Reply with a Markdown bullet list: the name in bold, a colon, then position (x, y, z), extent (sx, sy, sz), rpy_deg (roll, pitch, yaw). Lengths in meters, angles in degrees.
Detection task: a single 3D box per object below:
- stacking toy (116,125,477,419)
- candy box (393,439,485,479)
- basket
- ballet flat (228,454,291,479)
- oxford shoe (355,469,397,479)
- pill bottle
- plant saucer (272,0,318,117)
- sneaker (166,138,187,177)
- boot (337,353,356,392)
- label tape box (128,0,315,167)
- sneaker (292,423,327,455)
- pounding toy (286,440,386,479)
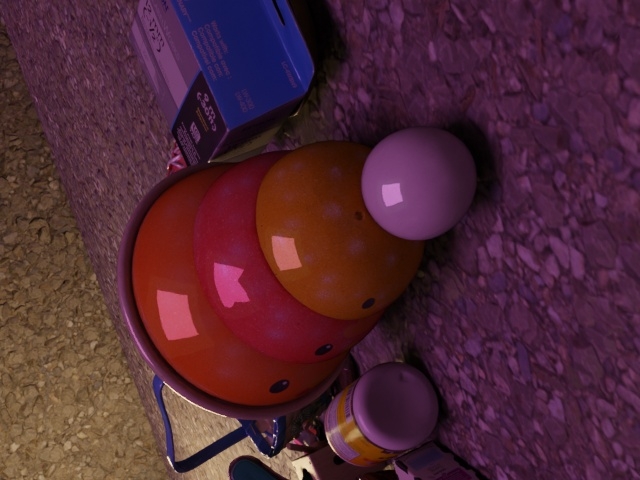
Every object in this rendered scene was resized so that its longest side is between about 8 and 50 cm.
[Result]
- **stacking toy**: position (0.000, 0.000, 1.171), extent (0.480, 0.350, 0.351), rpy_deg (-31, 81, 53)
- **candy box**: position (0.195, 0.383, 1.308), extent (0.233, 0.071, 0.159), rpy_deg (30, 137, 57)
- **basket**: position (-0.124, 0.234, 1.616), extent (0.201, 0.289, 0.255), rpy_deg (52, 155, 37)
- **ballet flat**: position (-0.050, 0.415, 1.595), extent (0.221, 0.077, 0.079), rpy_deg (35, 174, 9)
- **oxford shoe**: position (0.097, 0.361, 1.473), extent (0.076, 0.076, 0.212), rpy_deg (64, 175, 5)
- **pill bottle**: position (0.075, 0.246, 1.396), extent (0.117, 0.117, 0.215), rpy_deg (63, 158, 12)
- **plant saucer**: position (-0.063, -0.281, 1.326), extent (0.241, 0.037, 0.241), rpy_deg (50, 152, 39)
- **sneaker**: position (-0.202, -0.132, 1.661), extent (0.314, 0.136, 0.116), rpy_deg (68, 157, -1)
- **boot**: position (0.052, 0.235, 1.559), extent (0.106, 0.037, 0.114), rpy_deg (34, 136, 51)
- **label tape box**: position (-0.140, -0.250, 1.334), extent (0.249, 0.115, 0.347), rpy_deg (66, 160, 6)
- **sneaker**: position (-0.013, 0.347, 1.811), extent (0.158, 0.061, 0.065), rpy_deg (49, 125, 37)
- **pounding toy**: position (0.012, 0.348, 1.611), extent (0.100, 0.141, 0.130), rpy_deg (65, 158, 9)
